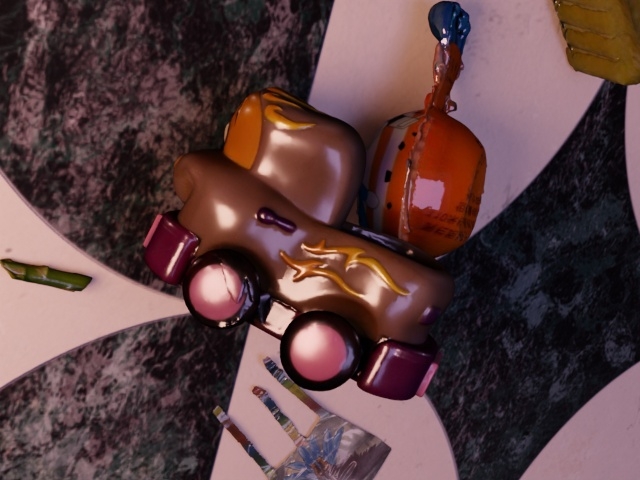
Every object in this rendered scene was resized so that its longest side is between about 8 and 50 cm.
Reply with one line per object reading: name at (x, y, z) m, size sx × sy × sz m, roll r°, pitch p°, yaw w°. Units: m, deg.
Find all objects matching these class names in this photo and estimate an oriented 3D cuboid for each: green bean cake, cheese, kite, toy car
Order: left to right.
kite at (-0.029, 0.271, 1.623) m, size 0.169 × 0.015 × 0.310 m, roll -50°, pitch 131°, yaw -7°
toy car at (0.000, 0.000, 1.328) m, size 0.240 × 0.341 × 0.271 m, roll -61°, pitch 176°, yaw 7°
cheese at (0.129, -0.110, 1.491) m, size 0.217 × 0.129 × 0.329 m, roll 8°, pitch 93°, yaw -76°
green bean cake at (0.408, -0.339, 1.607) m, size 0.233 × 0.124 × 0.236 m, roll -40°, pitch 128°, yaw -17°

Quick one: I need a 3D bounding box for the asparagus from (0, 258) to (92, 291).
asparagus at (-0.286, 0.036, 1.319) m, size 0.108 × 0.025 × 0.021 m, roll 15°, pitch 80°, yaw -37°
